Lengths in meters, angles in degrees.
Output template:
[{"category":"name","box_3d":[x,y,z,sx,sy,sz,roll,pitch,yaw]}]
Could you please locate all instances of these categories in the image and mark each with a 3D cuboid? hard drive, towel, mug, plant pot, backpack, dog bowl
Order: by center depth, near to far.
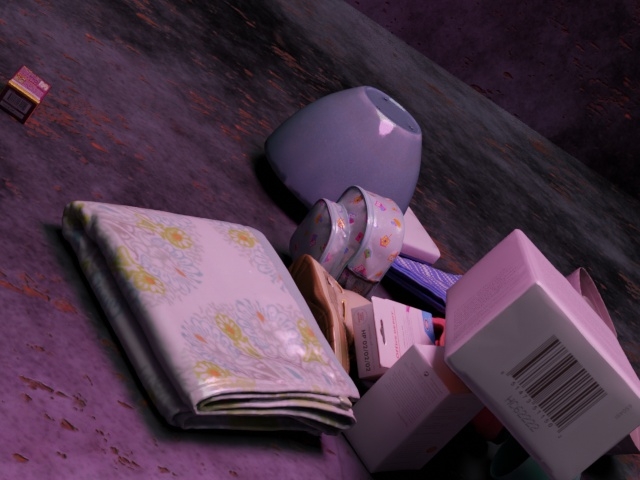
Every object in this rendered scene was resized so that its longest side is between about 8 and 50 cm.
[{"category":"towel","box_3d":[-0.137,0.097,1.654,0.320,0.090,0.374,13,34,-48]},{"category":"mug","box_3d":[0.346,0.338,1.917,0.097,0.158,0.129,43,43,-8]},{"category":"backpack","box_3d":[0.044,0.006,2.021,0.144,0.188,0.166,29,24,-27]},{"category":"dog bowl","box_3d":[0.482,0.228,2.274,0.349,0.102,0.349,54,24,-38]},{"category":"plant pot","box_3d":[0.072,-0.163,2.286,0.290,0.195,0.290,34,21,-16]},{"category":"towel","box_3d":[0.258,0.098,2.323,0.336,0.040,0.243,17,14,-47]},{"category":"hard drive","box_3d":[0.074,-0.066,2.427,0.318,0.040,0.210,20,29,-43]}]

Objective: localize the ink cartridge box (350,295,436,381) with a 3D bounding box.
[{"category":"ink cartridge box","box_3d":[0.099,0.146,1.797,0.181,0.061,0.104,21,58,-56]}]

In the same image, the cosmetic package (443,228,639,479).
[{"category":"cosmetic package","box_3d":[0.303,0.145,1.764,0.230,0.161,0.453,48,11,-2]}]

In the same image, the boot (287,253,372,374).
[{"category":"boot","box_3d":[0.046,0.157,1.862,0.203,0.095,0.262,33,25,-32]}]

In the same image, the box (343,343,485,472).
[{"category":"box","box_3d":[0.133,0.232,1.741,0.130,0.170,0.091,10,38,-53]}]

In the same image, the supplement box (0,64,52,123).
[{"category":"supplement box","box_3d":[-0.435,-0.215,1.846,0.055,0.043,0.083,36,22,-12]}]

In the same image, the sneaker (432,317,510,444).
[{"category":"sneaker","box_3d":[0.232,0.224,2.058,0.136,0.116,0.314,22,19,-18]}]
